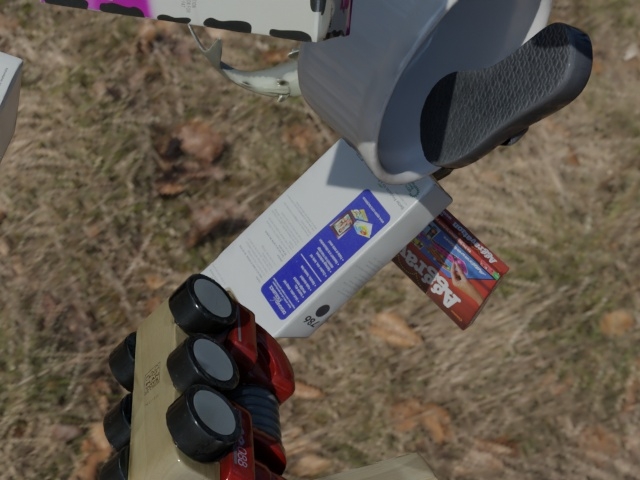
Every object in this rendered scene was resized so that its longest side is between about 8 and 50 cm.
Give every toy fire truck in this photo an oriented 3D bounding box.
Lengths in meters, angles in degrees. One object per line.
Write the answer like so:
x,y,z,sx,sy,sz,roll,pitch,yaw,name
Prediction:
-0.044,0.163,1.076,0.246,0.158,0.217,35,26,-27,toy fire truck

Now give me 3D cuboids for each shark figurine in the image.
-0.054,-0.261,1.807,0.278,0.166,0.116,-5,42,-9,shark figurine

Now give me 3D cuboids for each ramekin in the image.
0.104,-0.207,1.290,0.135,0.277,0.277,40,36,24,ramekin

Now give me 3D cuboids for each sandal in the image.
0.177,-0.127,1.180,0.054,0.254,0.097,11,75,-28,sandal

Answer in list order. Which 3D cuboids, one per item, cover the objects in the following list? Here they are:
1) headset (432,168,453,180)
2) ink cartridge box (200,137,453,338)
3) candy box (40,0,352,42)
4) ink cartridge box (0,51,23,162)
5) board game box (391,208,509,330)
0.170,-0.194,2.362,0.243,0.185,0.394,35,82,-13,headset
0.000,0.000,1.608,0.065,0.333,0.165,36,15,-53,ink cartridge box
-0.088,-0.240,0.905,0.071,0.233,0.159,-31,130,-63,candy box
-0.452,-0.162,1.372,0.212,0.154,0.093,20,58,-7,ink cartridge box
0.139,-0.009,1.786,0.027,0.145,0.281,-34,70,-34,board game box
